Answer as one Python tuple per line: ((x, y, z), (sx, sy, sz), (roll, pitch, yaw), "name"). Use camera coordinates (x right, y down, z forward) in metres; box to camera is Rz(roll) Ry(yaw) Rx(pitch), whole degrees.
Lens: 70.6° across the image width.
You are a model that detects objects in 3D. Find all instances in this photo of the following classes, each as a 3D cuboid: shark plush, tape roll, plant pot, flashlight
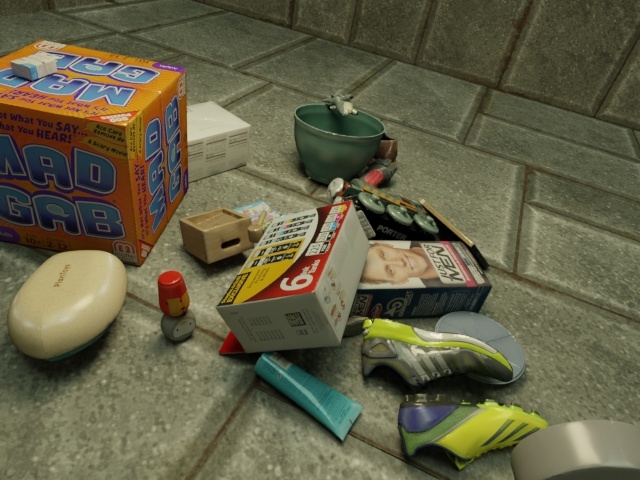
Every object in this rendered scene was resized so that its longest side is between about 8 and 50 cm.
((0.052, -0.448, 1.473), (0.067, 0.073, 0.161), (-38, 56, -13), "shark plush")
((0.416, 0.369, 0.697), (0.219, 0.219, 0.072), (11, 38, -1), "tape roll")
((0.045, -0.304, 1.477), (0.293, 0.196, 0.293), (9, 33, -6), "plant pot")
((0.163, -0.178, 1.434), (0.103, 0.103, 0.304), (45, 41, 0), "flashlight")

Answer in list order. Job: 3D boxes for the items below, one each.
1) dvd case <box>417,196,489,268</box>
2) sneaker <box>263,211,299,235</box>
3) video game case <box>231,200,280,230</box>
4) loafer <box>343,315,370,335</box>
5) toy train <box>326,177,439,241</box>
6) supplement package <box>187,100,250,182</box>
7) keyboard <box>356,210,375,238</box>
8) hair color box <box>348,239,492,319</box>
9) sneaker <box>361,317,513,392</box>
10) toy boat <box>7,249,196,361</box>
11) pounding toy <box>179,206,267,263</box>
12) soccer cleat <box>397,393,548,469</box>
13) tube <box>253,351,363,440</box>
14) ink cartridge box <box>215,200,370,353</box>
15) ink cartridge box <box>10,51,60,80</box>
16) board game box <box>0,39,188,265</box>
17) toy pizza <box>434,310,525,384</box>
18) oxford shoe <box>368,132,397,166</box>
((0.373, -0.022, 1.269), (0.164, 0.018, 0.221), (36, 11, -49), "dvd case")
((-0.024, -0.006, 1.156), (0.262, 0.104, 0.125), (-11, 45, -27), "sneaker")
((-0.158, -0.051, 1.248), (0.119, 0.015, 0.166), (-23, 49, -37), "video game case")
((0.051, 0.185, 0.980), (0.125, 0.045, 0.039), (-14, 38, -26), "loafer")
((0.165, -0.062, 1.203), (0.334, 0.142, 0.190), (19, 28, -25), "toy train")
((-0.388, -0.310, 1.411), (0.204, 0.145, 0.262), (36, 43, 27), "supplement package")
((0.000, 0.000, 1.058), (0.256, 0.072, 0.014), (-20, 32, 26), "keyboard")
((0.210, 0.090, 1.094), (0.348, 0.105, 0.173), (0, 38, -15), "hair color box")
((0.220, 0.245, 0.896), (0.300, 0.111, 0.121), (9, 67, 16), "sneaker")
((-0.406, 0.131, 0.863), (0.319, 0.148, 0.267), (0, 33, -3), "toy boat")
((-0.203, -0.009, 1.082), (0.181, 0.094, 0.206), (-20, 28, -36), "pounding toy")
((0.275, 0.348, 0.817), (0.289, 0.093, 0.121), (9, 67, -11), "soccer cleat")
((-0.026, 0.277, 0.838), (0.207, 0.052, 0.080), (30, 47, 16), "tube")
((-0.068, 0.072, 0.925), (0.272, 0.130, 0.309), (-12, 29, 24), "ink cartridge box")
((-0.579, -0.358, 0.926), (0.048, 0.028, 0.083), (20, 39, 9), "ink cartridge box")
((-0.543, -0.214, 1.069), (0.357, 0.356, 0.356), (11, 38, -2), "board game box")
((0.349, 0.237, 1.002), (0.202, 0.032, 0.201), (8, 36, -6), "toy pizza")
((0.163, -0.399, 1.687), (0.130, 0.132, 0.364), (-19, 47, -34), "oxford shoe")
